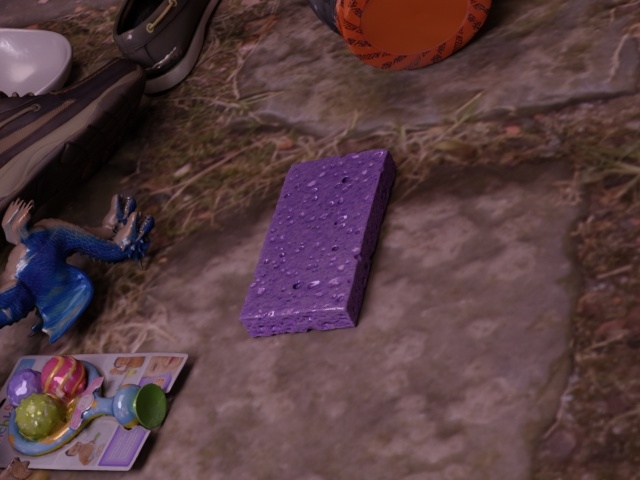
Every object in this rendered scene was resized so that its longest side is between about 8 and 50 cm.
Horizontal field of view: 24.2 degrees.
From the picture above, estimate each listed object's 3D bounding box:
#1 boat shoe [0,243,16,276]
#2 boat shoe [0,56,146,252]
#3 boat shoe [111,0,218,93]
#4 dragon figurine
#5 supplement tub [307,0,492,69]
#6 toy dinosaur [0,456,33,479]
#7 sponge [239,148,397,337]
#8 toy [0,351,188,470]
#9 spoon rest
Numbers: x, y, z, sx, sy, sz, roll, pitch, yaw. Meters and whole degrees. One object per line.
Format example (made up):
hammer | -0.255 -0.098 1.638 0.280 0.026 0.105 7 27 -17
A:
boat shoe | -0.410 -0.040 1.745 0.104 0.089 0.285 -19 41 17
boat shoe | -0.331 -0.114 1.667 0.130 0.132 0.355 37 49 8
boat shoe | -0.189 -0.317 1.876 0.109 0.091 0.305 -13 43 24
dragon figurine | -0.291 0.054 1.549 0.289 0.144 0.085 -58 24 -14
supplement tub | 0.058 -0.358 1.624 0.207 0.207 0.338 -27 52 10
toy dinosaur | -0.385 0.245 1.403 0.200 0.127 0.296 27 96 60
sponge | 0.000 0.000 1.461 0.117 0.031 0.210 -9 44 28
toy | -0.254 0.154 1.460 0.237 0.056 0.137 -2 48 34
spoon rest | -0.428 -0.233 1.965 0.276 0.084 0.137 17 61 45
